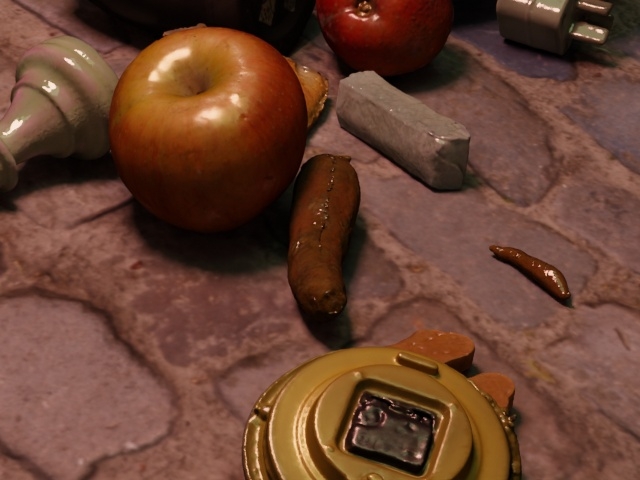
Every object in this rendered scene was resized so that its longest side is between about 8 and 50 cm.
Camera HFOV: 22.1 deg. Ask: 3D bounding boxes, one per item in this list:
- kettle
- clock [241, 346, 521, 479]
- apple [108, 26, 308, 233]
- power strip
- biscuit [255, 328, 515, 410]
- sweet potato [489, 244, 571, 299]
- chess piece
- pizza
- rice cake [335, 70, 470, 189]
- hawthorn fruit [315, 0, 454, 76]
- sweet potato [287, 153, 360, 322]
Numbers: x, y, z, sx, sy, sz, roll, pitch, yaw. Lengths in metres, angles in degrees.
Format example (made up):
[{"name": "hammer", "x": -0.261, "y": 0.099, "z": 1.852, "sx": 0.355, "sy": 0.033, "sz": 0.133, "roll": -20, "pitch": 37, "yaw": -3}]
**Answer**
[{"name": "kettle", "x": -0.169, "y": -0.363, "z": 2.082, "sx": 0.324, "sy": 0.228, "sz": 0.321, "roll": 16, "pitch": 7, "yaw": 22}, {"name": "clock", "x": 0.053, "y": 0.166, "z": 1.336, "sx": 0.237, "sy": 0.057, "sz": 0.237, "roll": 5, "pitch": 46, "yaw": -5}, {"name": "apple", "x": -0.113, "y": -0.108, "z": 1.687, "sx": 0.210, "sy": 0.173, "sz": 0.235, "roll": -3, "pitch": 44, "yaw": 16}, {"name": "power strip", "x": 0.344, "y": -0.364, "z": 2.121, "sx": 0.141, "sy": 0.229, "sz": 0.261, "roll": 20, "pitch": 69, "yaw": 21}, {"name": "biscuit", "x": 0.054, "y": 0.142, "z": 1.440, "sx": 0.236, "sy": 0.040, "sz": 0.144, "roll": -14, "pitch": 30, "yaw": -25}, {"name": "sweet potato", "x": 0.216, "y": 0.028, "z": 1.653, "sx": 0.026, "sy": 0.026, "sz": 0.115, "roll": -18, "pitch": 36, "yaw": -32}, {"name": "chess piece", "x": -0.334, "y": -0.094, "z": 1.708, "sx": 0.139, "sy": 0.139, "sz": 0.271, "roll": 25, "pitch": 49, "yaw": 29}, {"name": "pizza", "x": -0.086, "y": -0.170, "z": 1.893, "sx": 0.188, "sy": 0.081, "sz": 0.204, "roll": 41, "pitch": 32, "yaw": 12}, {"name": "rice cake", "x": 0.092, "y": -0.129, "z": 1.847, "sx": 0.063, "sy": 0.069, "sz": 0.206, "roll": -19, "pitch": 40, "yaw": -32}, {"name": "hawthorn fruit", "x": 0.074, "y": -0.282, "z": 2.001, "sx": 0.172, "sy": 0.173, "sz": 0.173, "roll": 3, "pitch": 32, "yaw": -2}, {"name": "sweet potato", "x": 0.000, "y": 0.000, "z": 1.629, "sx": 0.075, "sy": 0.075, "sz": 0.273, "roll": 5, "pitch": 35, "yaw": 1}]
